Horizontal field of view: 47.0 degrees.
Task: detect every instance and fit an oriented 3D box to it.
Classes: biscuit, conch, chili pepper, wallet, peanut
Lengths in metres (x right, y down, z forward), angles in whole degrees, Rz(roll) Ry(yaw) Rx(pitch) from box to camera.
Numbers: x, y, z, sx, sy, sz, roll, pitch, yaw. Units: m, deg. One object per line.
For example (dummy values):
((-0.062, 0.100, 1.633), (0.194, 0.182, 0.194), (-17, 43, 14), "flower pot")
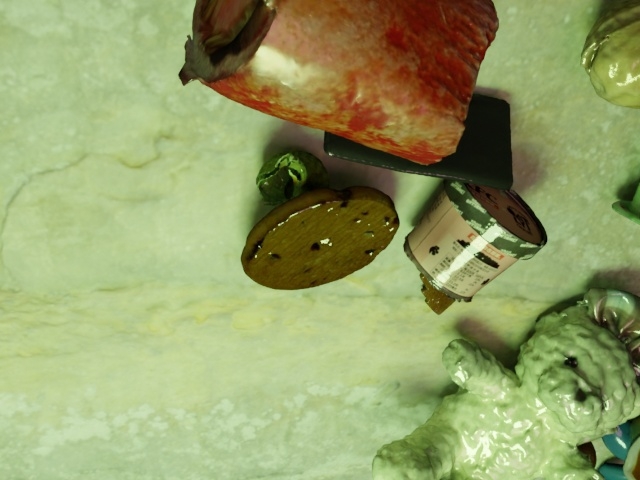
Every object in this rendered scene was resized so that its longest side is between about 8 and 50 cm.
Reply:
((0.000, 0.000, 0.935), (0.212, 0.036, 0.212), (-14, 150, -8), "biscuit")
((0.180, 0.068, 1.074), (0.082, 0.016, 0.092), (-7, 124, -16), "biscuit")
((-0.036, -0.071, 0.895), (0.089, 0.074, 0.121), (-29, 163, 5), "conch")
((0.044, -0.214, 0.722), (0.305, 0.251, 0.229), (19, 129, -21), "chili pepper")
((0.120, -0.134, 0.880), (0.244, 0.124, 0.025), (9, 160, -19), "wallet")
((0.460, -0.253, 0.876), (0.313, 0.149, 0.149), (-29, 124, -1), "peanut")

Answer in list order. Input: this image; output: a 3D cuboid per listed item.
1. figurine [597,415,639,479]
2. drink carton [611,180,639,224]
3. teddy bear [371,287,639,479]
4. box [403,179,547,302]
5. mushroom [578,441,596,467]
((0.629, 0.350, 1.271), (0.298, 0.243, 0.416), (-38, 144, 0), "figurine")
((0.496, -0.085, 0.992), (0.144, 0.146, 0.142), (6, 112, -18), "drink carton")
((0.317, 0.259, 1.062), (0.362, 0.375, 0.327), (-39, 84, 34), "teddy bear")
((0.193, -0.005, 0.958), (0.151, 0.151, 0.135), (26, 120, -27), "box")
((0.409, 0.361, 1.258), (0.127, 0.127, 0.087), (6, 103, -18), "mushroom")
